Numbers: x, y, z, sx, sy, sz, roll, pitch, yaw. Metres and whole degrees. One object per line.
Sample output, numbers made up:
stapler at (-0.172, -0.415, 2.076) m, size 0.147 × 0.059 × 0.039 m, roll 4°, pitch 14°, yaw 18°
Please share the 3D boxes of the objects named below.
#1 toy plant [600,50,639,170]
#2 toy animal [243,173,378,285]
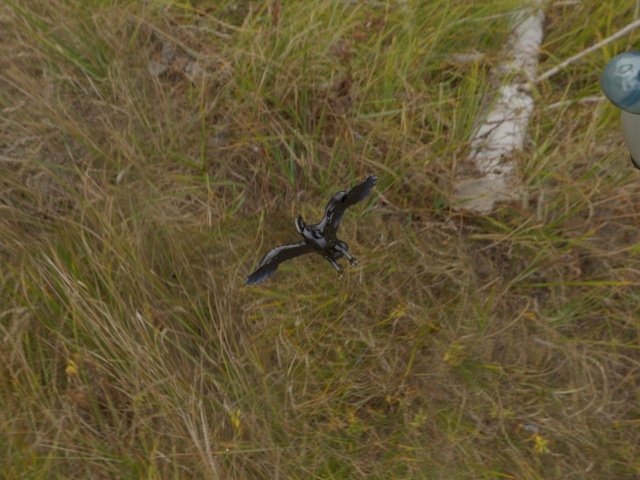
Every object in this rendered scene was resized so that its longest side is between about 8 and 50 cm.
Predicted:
toy plant at (0.519, -0.204, 0.846) m, size 0.247 × 0.332 × 0.247 m, roll -5°, pitch 81°, yaw 29°
toy animal at (0.000, 0.000, 0.794) m, size 0.220 × 0.062 × 0.108 m, roll -42°, pitch 119°, yaw 15°
